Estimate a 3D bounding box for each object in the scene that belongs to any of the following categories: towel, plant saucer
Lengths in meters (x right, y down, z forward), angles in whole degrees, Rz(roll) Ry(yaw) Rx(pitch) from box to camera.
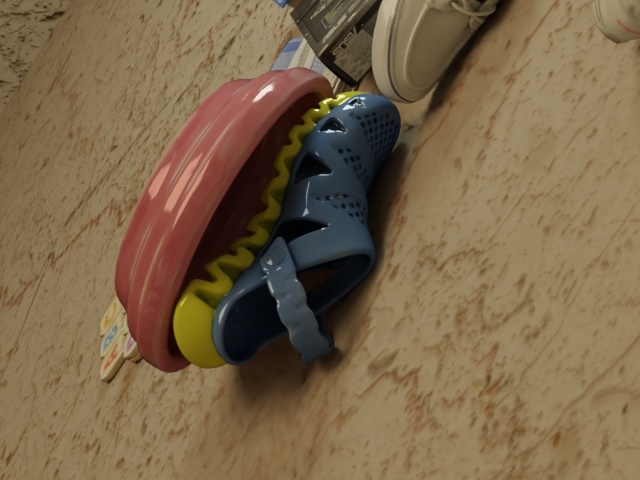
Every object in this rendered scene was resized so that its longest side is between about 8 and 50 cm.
[{"bbox_3d":[-0.030,-0.155,2.097,0.209,0.034,0.285,-63,19,-7],"label":"towel"},{"bbox_3d":[-0.103,-0.031,1.806,0.332,0.084,0.332,-58,-11,-18],"label":"plant saucer"}]

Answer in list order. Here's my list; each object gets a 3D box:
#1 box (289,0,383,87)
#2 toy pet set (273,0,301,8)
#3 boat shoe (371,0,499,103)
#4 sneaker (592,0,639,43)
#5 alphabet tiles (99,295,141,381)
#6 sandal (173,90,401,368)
[{"bbox_3d":[0.074,-0.284,1.918,0.231,0.056,0.183,-48,21,9],"label":"box"},{"bbox_3d":[-0.020,-0.347,2.286,0.114,0.065,0.122,-57,19,15],"label":"toy pet set"},{"bbox_3d":[0.131,-0.246,1.715,0.084,0.095,0.258,27,97,50],"label":"boat shoe"},{"bbox_3d":[0.255,-0.256,1.420,0.115,0.090,0.232,-33,33,62],"label":"sneaker"},{"bbox_3d":[-0.212,0.036,2.321,0.278,0.021,0.284,-56,20,19],"label":"alphabet tiles"},{"bbox_3d":[0.000,0.000,1.718,0.138,0.126,0.317,17,68,33],"label":"sandal"}]
